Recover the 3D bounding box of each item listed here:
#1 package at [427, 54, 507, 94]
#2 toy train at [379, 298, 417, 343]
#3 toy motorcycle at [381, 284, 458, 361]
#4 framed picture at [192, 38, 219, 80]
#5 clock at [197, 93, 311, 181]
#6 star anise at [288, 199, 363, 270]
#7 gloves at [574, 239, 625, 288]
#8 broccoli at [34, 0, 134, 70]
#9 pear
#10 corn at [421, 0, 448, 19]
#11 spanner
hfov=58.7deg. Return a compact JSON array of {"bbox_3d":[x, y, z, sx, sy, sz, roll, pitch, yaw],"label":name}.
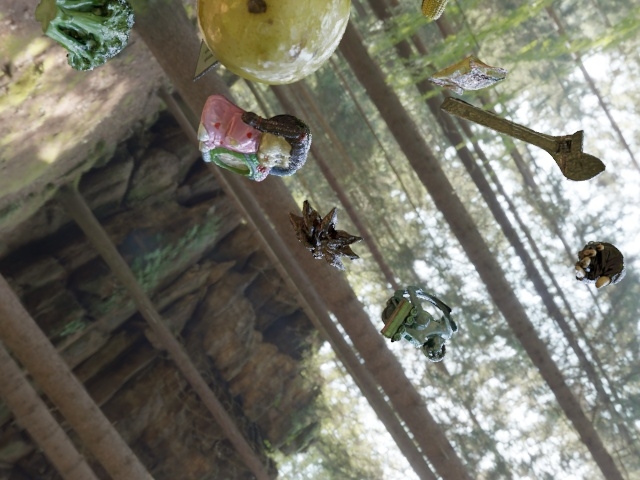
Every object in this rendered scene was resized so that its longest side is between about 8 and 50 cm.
[{"bbox_3d":[0.296,-0.329,1.146,0.108,0.031,0.121,9,169,-35],"label":"package"},{"bbox_3d":[0.260,0.264,1.861,0.148,0.071,0.038,-55,-178,-5],"label":"toy train"},{"bbox_3d":[0.345,0.273,1.951,0.206,0.260,0.154,-50,172,-30],"label":"toy motorcycle"},{"bbox_3d":[-0.352,-0.746,2.090,0.324,0.013,0.244,-21,-127,39],"label":"framed picture"},{"bbox_3d":[-0.118,-0.179,1.053,0.194,0.196,0.100,110,-4,-72],"label":"clock"},{"bbox_3d":[0.000,0.000,1.683,0.102,0.272,0.272,-47,-164,-32],"label":"star anise"},{"bbox_3d":[0.830,0.071,1.722,0.203,0.164,0.124,-4,147,-23],"label":"gloves"},{"bbox_3d":[-0.621,-0.589,1.470,0.265,0.294,0.245,12,-166,15],"label":"broccoli"},{"bbox_3d":[-0.104,-0.524,1.274,0.348,0.348,0.348,-32,-170,6],"label":"pear"},{"bbox_3d":[0.315,-0.678,1.471,0.072,0.072,0.203,-56,164,-66],"label":"corn"},{"bbox_3d":[0.373,-0.199,1.065,0.026,0.325,0.093,-16,131,-59],"label":"spanner"}]
